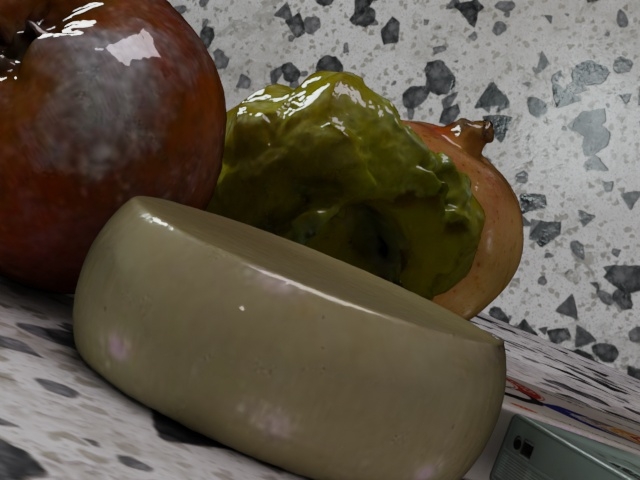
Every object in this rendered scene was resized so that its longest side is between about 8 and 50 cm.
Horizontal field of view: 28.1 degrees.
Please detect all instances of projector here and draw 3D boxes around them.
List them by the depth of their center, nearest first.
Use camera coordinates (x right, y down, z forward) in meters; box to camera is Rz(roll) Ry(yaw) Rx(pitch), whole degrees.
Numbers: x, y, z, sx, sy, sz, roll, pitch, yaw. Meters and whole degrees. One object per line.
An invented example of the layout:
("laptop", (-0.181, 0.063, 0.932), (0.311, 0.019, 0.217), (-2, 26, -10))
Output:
("projector", (0.187, 0.166, 0.771), (0.115, 0.061, 0.147), (19, 3, -25))

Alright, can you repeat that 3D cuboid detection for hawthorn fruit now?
("hawthorn fruit", (-0.190, -0.071, 0.914), (0.231, 0.263, 0.235), (-21, 65, -33))

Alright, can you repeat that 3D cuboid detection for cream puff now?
("cream puff", (0.001, -0.001, 1.068), (0.282, 0.282, 0.185), (22, 45, -1))

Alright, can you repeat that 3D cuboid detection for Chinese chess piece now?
("Chinese chess piece", (-0.018, 0.062, 0.782), (0.273, 0.102, 0.273), (22, 4, -2))

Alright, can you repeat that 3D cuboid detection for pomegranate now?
("pomegranate", (0.136, -0.039, 1.800), (0.338, 0.338, 0.338), (22, 2, -1))

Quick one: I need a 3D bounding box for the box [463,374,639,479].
("box", (0.227, 0.173, 0.978), (0.353, 0.069, 0.214), (20, 3, -15))
